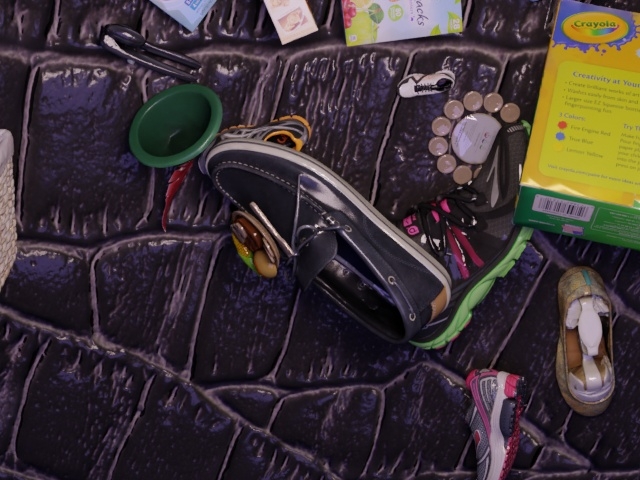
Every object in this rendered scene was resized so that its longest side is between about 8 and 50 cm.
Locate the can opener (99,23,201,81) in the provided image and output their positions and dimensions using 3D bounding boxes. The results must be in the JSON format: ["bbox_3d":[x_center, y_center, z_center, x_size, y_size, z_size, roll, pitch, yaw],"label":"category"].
[{"bbox_3d":[-0.299,-0.325,1.888,0.186,0.073,0.059,25,101,-22],"label":"can opener"}]

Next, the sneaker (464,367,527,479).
[{"bbox_3d":[0.347,0.392,2.200,0.112,0.121,0.299,14,115,23],"label":"sneaker"}]

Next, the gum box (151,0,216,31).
[{"bbox_3d":[-0.246,-0.476,1.835,0.184,0.041,0.157,35,107,-16],"label":"gum box"}]

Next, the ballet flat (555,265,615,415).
[{"bbox_3d":[0.529,0.222,2.125,0.123,0.123,0.348,-9,113,1],"label":"ballet flat"}]

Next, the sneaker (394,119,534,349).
[{"bbox_3d":[0.248,-0.010,1.973,0.202,0.185,0.482,24,111,-14],"label":"sneaker"}]

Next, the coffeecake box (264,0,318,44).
[{"bbox_3d":[-0.073,-0.439,1.803,0.068,0.142,0.185,-22,112,6],"label":"coffeecake box"}]

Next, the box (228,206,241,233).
[{"bbox_3d":[-0.131,-0.035,2.001,0.062,0.083,0.052,32,110,-15],"label":"box"}]

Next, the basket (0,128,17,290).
[{"bbox_3d":[-0.714,-0.028,1.852,0.328,0.331,0.266,2,118,-4],"label":"basket"}]

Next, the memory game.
[{"bbox_3d":[0.292,-0.189,1.997,0.186,0.012,0.186,-1,113,-2],"label":"memory game"}]

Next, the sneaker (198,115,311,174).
[{"bbox_3d":[-0.122,-0.167,1.948,0.215,0.083,0.084,-20,114,8],"label":"sneaker"}]

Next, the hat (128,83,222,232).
[{"bbox_3d":[-0.239,-0.160,1.963,0.208,0.173,0.183,-19,147,12],"label":"hat"}]

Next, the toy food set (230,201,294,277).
[{"bbox_3d":[-0.116,0.008,1.853,0.038,0.192,0.132,-38,89,-20],"label":"toy food set"}]

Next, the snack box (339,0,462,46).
[{"bbox_3d":[0.135,-0.438,1.855,0.207,0.070,0.174,-9,112,-1],"label":"snack box"}]

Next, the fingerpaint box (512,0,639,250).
[{"bbox_3d":[0.573,-0.171,1.775,0.445,0.163,0.371,12,68,9],"label":"fingerpaint box"}]

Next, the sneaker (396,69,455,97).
[{"bbox_3d":[0.191,-0.281,1.937,0.109,0.043,0.040,-15,115,5],"label":"sneaker"}]

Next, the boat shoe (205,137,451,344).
[{"bbox_3d":[0.000,0.000,1.872,0.500,0.156,0.187,37,143,-1],"label":"boat shoe"}]
